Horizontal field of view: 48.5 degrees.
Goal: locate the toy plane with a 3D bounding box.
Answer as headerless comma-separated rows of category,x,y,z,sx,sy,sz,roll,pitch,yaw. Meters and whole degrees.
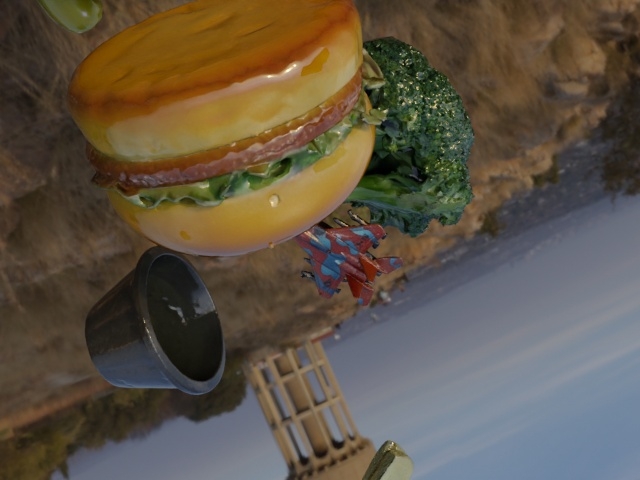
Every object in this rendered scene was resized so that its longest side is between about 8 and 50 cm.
toy plane,0.001,-0.001,0.849,0.130,0.189,0.061,-52,178,34

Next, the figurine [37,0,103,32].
figurine,-0.299,-0.400,0.784,0.340,0.231,0.324,9,123,-43

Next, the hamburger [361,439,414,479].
hamburger,0.137,0.462,1.392,0.121,0.084,0.054,-56,-151,-2

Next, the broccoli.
broccoli,0.063,-0.111,0.872,0.245,0.265,0.294,-30,164,-5

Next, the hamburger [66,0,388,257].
hamburger,-0.063,-0.088,0.558,0.246,0.170,0.246,-11,-149,7

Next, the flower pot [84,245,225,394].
flower pot,-0.298,0.160,1.246,0.166,0.269,0.269,-24,172,16
